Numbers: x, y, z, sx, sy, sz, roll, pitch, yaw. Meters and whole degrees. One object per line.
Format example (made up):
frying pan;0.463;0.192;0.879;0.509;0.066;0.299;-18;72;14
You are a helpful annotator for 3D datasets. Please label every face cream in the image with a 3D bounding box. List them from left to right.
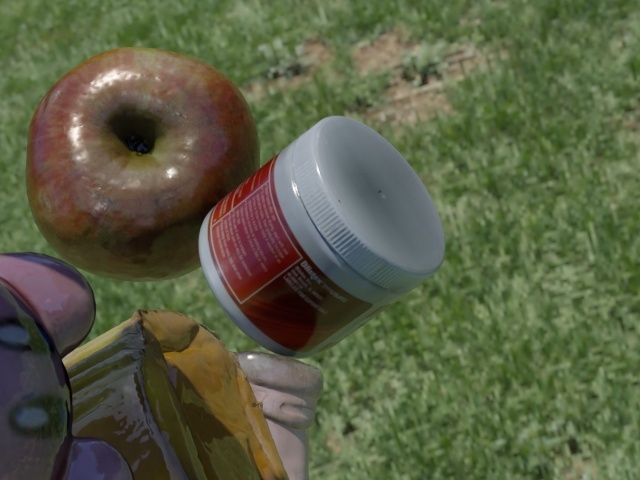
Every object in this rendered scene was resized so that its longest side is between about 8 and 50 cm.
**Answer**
face cream;0.000;0.000;1.378;0.187;0.201;0.201;-37;17;30

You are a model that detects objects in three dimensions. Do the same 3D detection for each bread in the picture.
bread;-0.137;0.210;1.121;0.156;0.288;0.204;-33;-20;16

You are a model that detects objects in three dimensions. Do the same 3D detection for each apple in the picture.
apple;-0.214;-0.085;1.591;0.301;0.302;0.301;-15;27;8

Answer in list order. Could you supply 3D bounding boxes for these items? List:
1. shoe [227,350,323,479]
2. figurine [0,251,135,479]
shoe;-0.151;0.242;1.363;0.351;0.171;0.198;-23;61;39
figurine;-0.278;0.122;0.816;0.261;0.270;0.211;-17;-15;16
